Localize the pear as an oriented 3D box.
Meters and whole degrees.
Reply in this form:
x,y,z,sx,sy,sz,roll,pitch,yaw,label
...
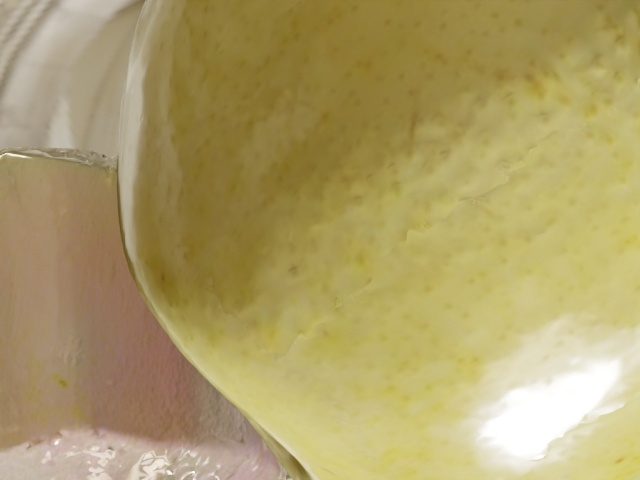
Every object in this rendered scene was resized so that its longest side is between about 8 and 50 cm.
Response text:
x,y,z,sx,sy,sz,roll,pitch,yaw,label
0.058,-0.031,0.665,0.309,0.309,0.309,62,-171,-18,pear

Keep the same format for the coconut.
x,y,z,sx,sy,sz,roll,pitch,yaw,label
-0.172,0.118,1.100,0.297,0.297,0.309,47,-142,-64,coconut
